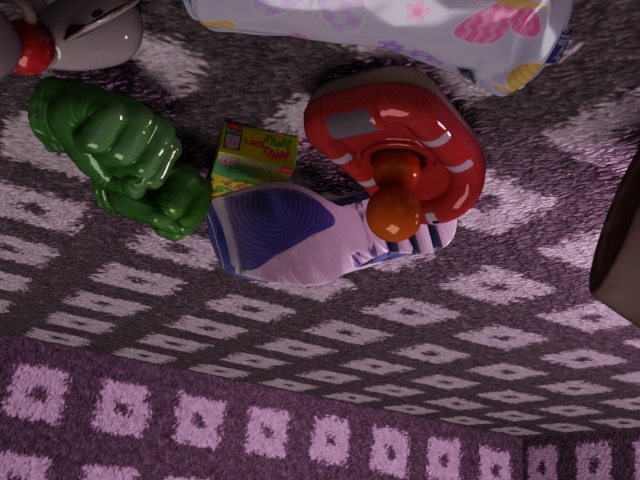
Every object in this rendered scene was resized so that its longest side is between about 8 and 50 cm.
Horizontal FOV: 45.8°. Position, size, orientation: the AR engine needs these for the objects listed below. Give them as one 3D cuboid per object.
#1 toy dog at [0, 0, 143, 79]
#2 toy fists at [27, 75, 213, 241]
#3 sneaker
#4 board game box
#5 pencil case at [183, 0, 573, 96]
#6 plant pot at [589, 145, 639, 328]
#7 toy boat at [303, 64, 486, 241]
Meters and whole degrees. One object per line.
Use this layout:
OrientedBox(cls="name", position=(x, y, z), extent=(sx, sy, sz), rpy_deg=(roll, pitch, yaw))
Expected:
OrientedBox(cls="toy dog", position=(-0.246, -0.182, 0.533), extent=(0.220, 0.333, 0.160), rpy_deg=(23, 120, -7))
OrientedBox(cls="toy fists", position=(-0.219, -0.083, 0.889), extent=(0.142, 0.096, 0.279), rpy_deg=(13, 157, 17))
OrientedBox(cls="sneaker", position=(0.001, 0.000, 0.975), extent=(0.316, 0.127, 0.182), rpy_deg=(-7, 172, -28))
OrientedBox(cls="board game box", position=(-0.095, -0.083, 0.969), extent=(0.092, 0.043, 0.181), rpy_deg=(11, 159, -12))
OrientedBox(cls="pencil case", position=(0.042, -0.190, 0.553), extent=(0.273, 0.113, 0.124), rpy_deg=(11, 137, -10))
OrientedBox(cls="plant pot", position=(0.447, 0.015, 0.776), extent=(0.281, 0.323, 0.323), rpy_deg=(20, 161, 12))
OrientedBox(cls="toy boat", position=(0.082, -0.069, 0.805), extent=(0.151, 0.151, 0.231), rpy_deg=(-8, 155, 33))
